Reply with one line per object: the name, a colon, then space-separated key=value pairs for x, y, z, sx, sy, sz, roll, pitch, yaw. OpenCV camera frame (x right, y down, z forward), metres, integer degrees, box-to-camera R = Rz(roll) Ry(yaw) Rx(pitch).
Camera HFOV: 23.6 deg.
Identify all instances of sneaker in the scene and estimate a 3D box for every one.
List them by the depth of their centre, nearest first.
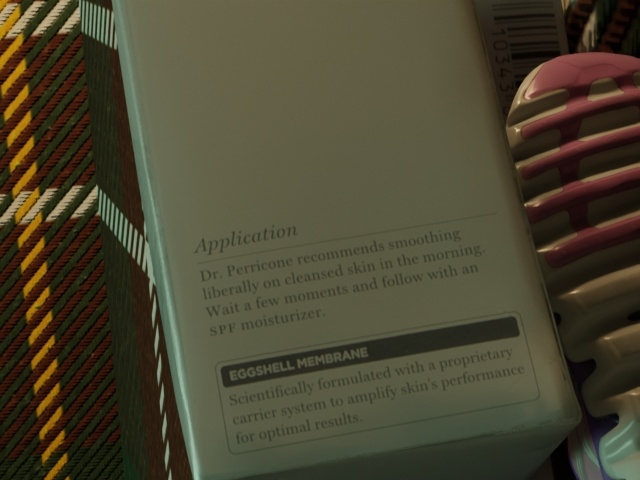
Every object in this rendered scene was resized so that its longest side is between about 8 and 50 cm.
sneaker: x=0.126 y=0.040 z=0.613 sx=0.104 sy=0.095 sz=0.236 roll=101 pitch=157 yaw=-68

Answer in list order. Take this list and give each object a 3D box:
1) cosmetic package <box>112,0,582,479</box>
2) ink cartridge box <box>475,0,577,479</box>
cosmetic package: x=0.000 y=0.000 z=0.637 sx=0.224 sy=0.138 sz=0.225 roll=92 pitch=168 yaw=-72
ink cartridge box: x=0.072 y=0.043 z=0.850 sx=0.307 sy=0.072 sz=0.304 roll=151 pitch=110 yaw=-76
